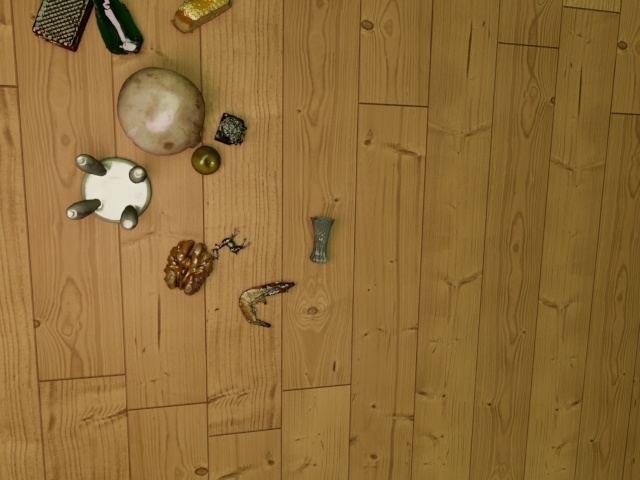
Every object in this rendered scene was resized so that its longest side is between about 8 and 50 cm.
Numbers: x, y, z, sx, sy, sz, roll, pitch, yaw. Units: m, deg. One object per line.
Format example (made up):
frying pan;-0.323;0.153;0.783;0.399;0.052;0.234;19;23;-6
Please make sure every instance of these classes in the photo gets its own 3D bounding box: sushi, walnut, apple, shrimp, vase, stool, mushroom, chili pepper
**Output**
sushi;-0.272;-0.336;1.477;0.085;0.056;0.083;18;86;-15
walnut;-0.410;0.085;1.491;0.143;0.069;0.170;19;93;-2
apple;-0.345;-0.241;1.461;0.090;0.074;0.089;-13;115;-29
shrimp;-0.166;0.213;1.589;0.195;0.035;0.147;-16;99;-4
vase;0.000;0.000;1.584;0.081;0.081;0.148;3;102;-14
stool;-0.585;-0.133;1.354;0.195;0.199;0.195;12;97;-16
mushroom;-0.444;-0.358;1.362;0.255;0.184;0.254;-3;101;-16
chili pepper;-0.578;-0.616;1.329;0.108;0.062;0.216;-29;127;-9

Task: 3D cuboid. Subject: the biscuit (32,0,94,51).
biscuit;-0.683;-0.653;1.318;0.106;0.070;0.252;22;92;-17

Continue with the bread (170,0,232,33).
bread;-0.338;-0.664;1.386;0.187;0.103;0.065;-33;107;-12

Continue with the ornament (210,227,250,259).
ornament;-0.294;0.024;1.537;0.125;0.028;0.073;-41;105;-7
